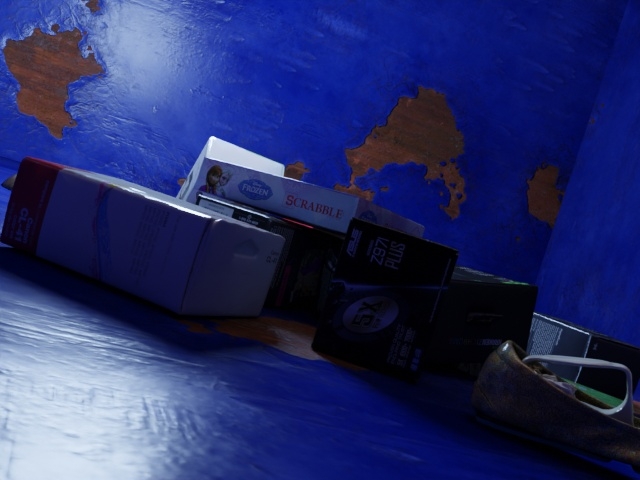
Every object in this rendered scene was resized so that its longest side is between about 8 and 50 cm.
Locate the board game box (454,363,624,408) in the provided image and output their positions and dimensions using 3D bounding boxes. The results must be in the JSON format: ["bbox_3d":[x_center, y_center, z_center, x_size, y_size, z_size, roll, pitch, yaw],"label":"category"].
[{"bbox_3d":[0.355,0.232,1.181,0.259,0.030,0.136,19,4,28],"label":"board game box"}]

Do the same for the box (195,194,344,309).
[{"bbox_3d":[-0.094,0.027,1.290,0.165,0.143,0.270,19,2,30],"label":"box"}]

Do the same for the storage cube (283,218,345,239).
[{"bbox_3d":[0.000,0.000,2.122,0.183,0.215,0.193,16,-4,-31],"label":"storage cube"}]

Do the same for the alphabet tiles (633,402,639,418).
[{"bbox_3d":[0.434,0.263,1.399,0.342,0.011,0.285,18,2,9],"label":"alphabet tiles"}]

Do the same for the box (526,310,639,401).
[{"bbox_3d":[0.470,0.212,1.391,0.153,0.108,0.207,17,2,-25],"label":"box"}]

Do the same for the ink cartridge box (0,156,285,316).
[{"bbox_3d":[-0.238,-0.003,1.019,0.306,0.131,0.226,20,2,23],"label":"ink cartridge box"}]

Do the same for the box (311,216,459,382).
[{"bbox_3d":[0.086,0.076,0.978,0.147,0.180,0.077,18,2,8],"label":"box"}]

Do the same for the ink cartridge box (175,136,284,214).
[{"bbox_3d":[-0.238,-0.100,1.832,0.198,0.115,0.273,20,-43,-20],"label":"ink cartridge box"}]

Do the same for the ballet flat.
[{"bbox_3d":[0.337,0.198,0.789,0.348,0.123,0.123,19,2,20],"label":"ballet flat"}]

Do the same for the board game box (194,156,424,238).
[{"bbox_3d":[-0.009,-0.058,1.356,0.318,0.066,0.318,17,0,27],"label":"board game box"}]

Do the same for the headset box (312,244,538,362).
[{"bbox_3d":[0.170,0.104,1.198,0.246,0.131,0.283,7,6,-33],"label":"headset box"}]

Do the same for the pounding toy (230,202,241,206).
[{"bbox_3d":[-0.196,-0.024,1.666,0.269,0.155,0.154,18,-3,8],"label":"pounding toy"}]

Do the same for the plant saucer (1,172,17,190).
[{"bbox_3d":[-0.643,-0.117,1.883,0.310,0.050,0.310,18,3,-1],"label":"plant saucer"}]
